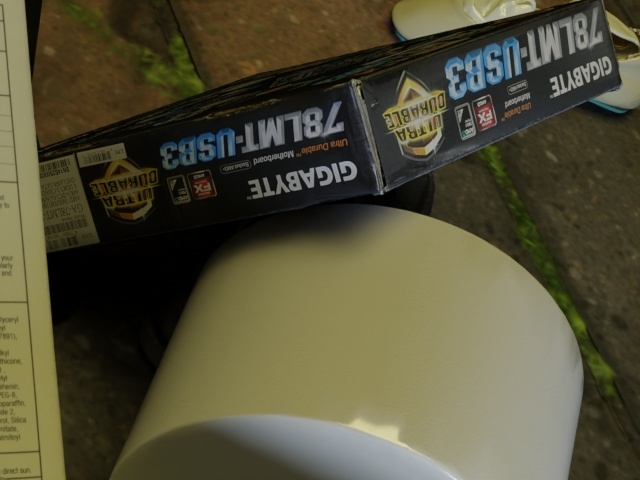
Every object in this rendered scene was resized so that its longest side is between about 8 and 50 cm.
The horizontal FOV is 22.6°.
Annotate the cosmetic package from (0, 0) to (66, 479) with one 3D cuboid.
[{"bbox_3d":[-0.243,0.010,0.889,0.160,0.113,0.309,2,71,-29],"label":"cosmetic package"}]

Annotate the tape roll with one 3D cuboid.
[{"bbox_3d":[0.018,0.122,0.910,0.246,0.246,0.169,26,44,-6],"label":"tape roll"}]

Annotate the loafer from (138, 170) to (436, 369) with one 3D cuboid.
[{"bbox_3d":[0.000,0.000,1.116,0.109,0.095,0.302,41,44,12],"label":"loafer"}]

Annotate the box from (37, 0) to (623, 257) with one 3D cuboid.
[{"bbox_3d":[-0.004,-0.074,1.019,0.295,0.293,0.073,-27,105,-51],"label":"box"}]

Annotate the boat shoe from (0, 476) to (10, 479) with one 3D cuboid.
[{"bbox_3d":[-0.098,0.215,0.793,0.335,0.119,0.121,35,71,-27],"label":"boat shoe"}]

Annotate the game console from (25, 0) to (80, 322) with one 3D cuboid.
[{"bbox_3d":[-0.291,-0.089,0.987,0.293,0.250,0.173,-3,27,-32],"label":"game console"}]

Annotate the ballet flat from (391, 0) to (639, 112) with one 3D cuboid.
[{"bbox_3d":[0.186,-0.184,1.395,0.248,0.086,0.086,14,47,-18],"label":"ballet flat"}]
